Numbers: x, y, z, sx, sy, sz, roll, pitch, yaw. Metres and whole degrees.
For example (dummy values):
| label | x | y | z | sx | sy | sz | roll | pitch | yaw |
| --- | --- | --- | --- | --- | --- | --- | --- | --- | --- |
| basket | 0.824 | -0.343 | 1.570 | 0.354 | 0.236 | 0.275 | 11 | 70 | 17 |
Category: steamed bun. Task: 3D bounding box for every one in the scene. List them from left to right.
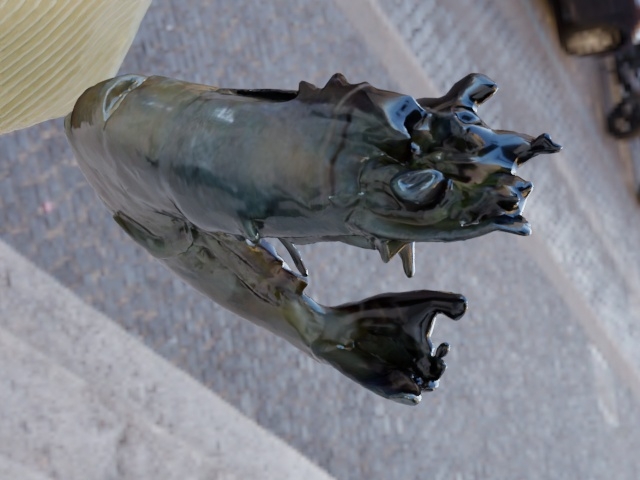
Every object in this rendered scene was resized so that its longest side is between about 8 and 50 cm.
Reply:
| label | x | y | z | sx | sy | sz | roll | pitch | yaw |
| --- | --- | --- | --- | --- | --- | --- | --- | --- | --- |
| steamed bun | -0.216 | -0.154 | 0.762 | 0.238 | 0.170 | 0.153 | -19 | 68 | -43 |

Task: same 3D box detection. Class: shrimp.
| label | x | y | z | sx | sy | sz | roll | pitch | yaw |
| --- | --- | --- | --- | --- | --- | --- | --- | --- | --- |
| shrimp | -0.005 | 0.006 | 0.594 | 0.075 | 0.289 | 0.178 | -56 | 132 | -31 |
